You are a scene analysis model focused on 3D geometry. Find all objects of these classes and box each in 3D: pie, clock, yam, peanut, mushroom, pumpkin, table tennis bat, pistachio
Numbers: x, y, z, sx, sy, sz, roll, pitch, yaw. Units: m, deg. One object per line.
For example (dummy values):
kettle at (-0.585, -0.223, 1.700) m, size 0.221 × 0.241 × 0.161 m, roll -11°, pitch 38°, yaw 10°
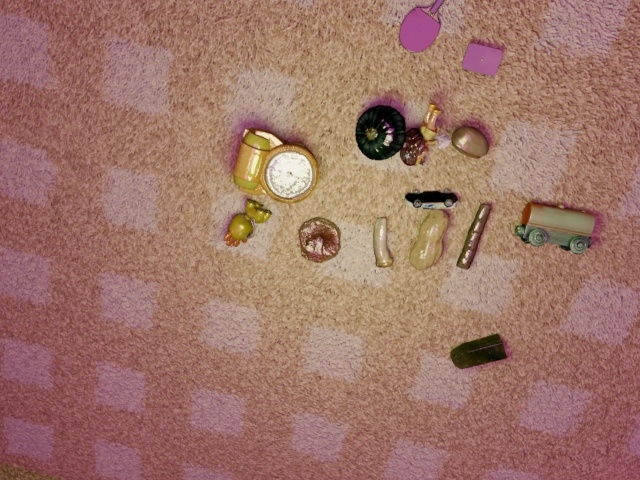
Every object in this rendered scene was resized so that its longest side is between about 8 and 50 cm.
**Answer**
pie at (0.000, 0.000, 1.816) m, size 0.195 × 0.046 × 0.195 m, roll 2°, pitch 108°, yaw 5°
clock at (-0.159, -0.280, 1.675) m, size 0.317 × 0.200 × 0.244 m, roll 17°, pitch 113°, yaw -8°
yam at (0.606, -0.014, 1.731) m, size 0.061 × 0.061 × 0.274 m, roll 14°, pitch 108°, yaw 2°
peanut at (0.436, 0.000, 1.730) m, size 0.124 × 0.123 × 0.256 m, roll 20°, pitch 105°, yaw 0°
mushroom at (0.250, 0.011, 1.775) m, size 0.071 × 0.084 × 0.209 m, roll -10°, pitch 104°, yaw -12°
pumpkin at (0.216, -0.392, 1.598) m, size 0.202 × 0.140 × 0.201 m, roll 10°, pitch 107°, yaw 35°
table tennis bat at (0.368, -0.768, 1.535) m, size 0.130 × 0.019 × 0.220 m, roll 36°, pitch 110°, yaw -5°
pistachio at (0.547, -0.359, 1.600) m, size 0.149 × 0.113 × 0.113 m, roll 36°, pitch 108°, yaw -4°

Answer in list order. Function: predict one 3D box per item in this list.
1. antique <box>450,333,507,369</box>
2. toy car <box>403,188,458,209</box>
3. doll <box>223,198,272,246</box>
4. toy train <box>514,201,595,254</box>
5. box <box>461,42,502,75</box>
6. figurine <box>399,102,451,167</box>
antique at (0.670, 0.478, 1.875) m, size 0.221 × 0.080 × 0.081 m, roll -18°, pitch 104°, yaw 14°
toy car at (0.425, -0.156, 1.691) m, size 0.205 × 0.095 × 0.056 m, roll -2°, pitch 126°, yaw 8°
doll at (-0.306, -0.060, 1.796) m, size 0.135 × 0.143 × 0.221 m, roll 43°, pitch 104°, yaw 22°
toy train at (0.894, -0.052, 1.664) m, size 0.286 × 0.116 × 0.177 m, roll 11°, pitch 97°, yaw 4°
box at (0.568, -0.638, 1.547) m, size 0.126 × 0.031 × 0.091 m, roll 14°, pitch 109°, yaw 3°
figurine at (0.373, -0.374, 1.583) m, size 0.116 × 0.174 × 0.240 m, roll 12°, pitch 132°, yaw -22°
